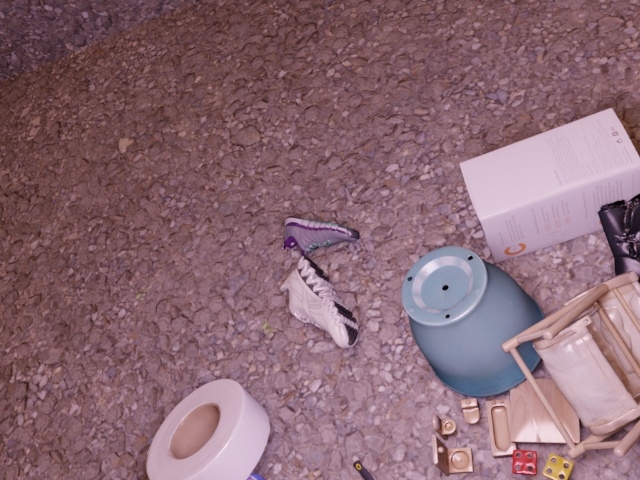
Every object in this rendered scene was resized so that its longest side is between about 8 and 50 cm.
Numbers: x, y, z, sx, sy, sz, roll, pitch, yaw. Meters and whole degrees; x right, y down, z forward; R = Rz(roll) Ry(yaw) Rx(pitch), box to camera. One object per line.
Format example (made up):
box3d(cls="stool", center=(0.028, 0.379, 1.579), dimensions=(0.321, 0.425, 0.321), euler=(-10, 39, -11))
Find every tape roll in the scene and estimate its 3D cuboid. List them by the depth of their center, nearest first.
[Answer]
box3d(cls="tape roll", center=(-0.256, 0.457, 1.609), dimensions=(0.286, 0.100, 0.286), euler=(-30, 29, 19))

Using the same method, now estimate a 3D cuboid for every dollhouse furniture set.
box3d(cls="dollhouse furniture set", center=(0.312, 0.389, 1.445), dimensions=(0.151, 0.123, 0.144), euler=(-11, 58, 18))

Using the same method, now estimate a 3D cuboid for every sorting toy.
box3d(cls="sorting toy", center=(0.456, 0.360, 1.440), dimensions=(0.132, 0.046, 0.274), euler=(-5, 55, 22))

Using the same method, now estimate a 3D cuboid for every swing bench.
box3d(cls="swing bench", center=(0.534, 0.234, 1.338), dimensions=(0.255, 0.165, 0.253), euler=(-27, 82, -22))

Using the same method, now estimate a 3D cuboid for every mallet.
box3d(cls="mallet", center=(0.124, 0.546, 1.498), dimensions=(0.190, 0.039, 0.062), euler=(34, 82, 40))

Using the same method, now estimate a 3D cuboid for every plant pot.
box3d(cls="plant pot", center=(0.299, 0.152, 1.479), dimensions=(0.272, 0.255, 0.271), euler=(-20, 48, 24))

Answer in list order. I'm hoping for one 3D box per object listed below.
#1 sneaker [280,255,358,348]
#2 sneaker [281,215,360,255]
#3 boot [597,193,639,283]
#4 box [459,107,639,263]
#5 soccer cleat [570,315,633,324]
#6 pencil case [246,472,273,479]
box3d(cls="sneaker", center=(-0.005, 0.169, 1.739), dimensions=(0.118, 0.110, 0.292), euler=(-42, 45, 7))
box3d(cls="sneaker", center=(0.000, 0.000, 1.857), dimensions=(0.224, 0.083, 0.098), euler=(10, 87, 34))
box3d(cls="boot", center=(0.712, -0.001, 1.453), dimensions=(0.247, 0.094, 0.207), euler=(-10, 94, 24))
box3d(cls="box", center=(0.517, -0.114, 1.589), dimensions=(0.345, 0.215, 0.168), euler=(-19, 55, 13))
box3d(cls="soccer cleat", center=(0.618, 0.158, 1.445), dimensions=(0.318, 0.116, 0.108), euler=(-8, 59, 20))
box3d(cls="pencil case", center=(-0.060, 0.592, 1.501), dimensions=(0.306, 0.119, 0.133), euler=(11, 36, 30))
